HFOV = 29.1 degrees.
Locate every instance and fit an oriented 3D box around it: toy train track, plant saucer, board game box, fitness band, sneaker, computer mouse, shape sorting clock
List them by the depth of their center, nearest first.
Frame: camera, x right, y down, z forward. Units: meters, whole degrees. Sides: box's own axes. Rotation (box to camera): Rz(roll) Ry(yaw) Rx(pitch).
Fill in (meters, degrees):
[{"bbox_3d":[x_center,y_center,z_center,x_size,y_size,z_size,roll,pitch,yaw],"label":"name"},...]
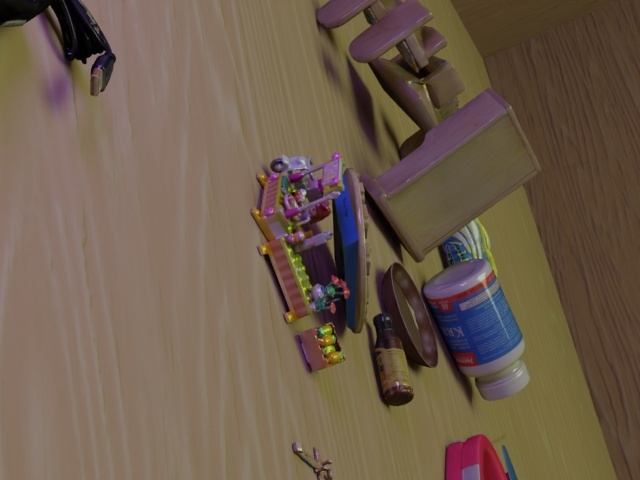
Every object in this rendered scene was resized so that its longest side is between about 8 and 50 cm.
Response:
[{"bbox_3d":[-0.238,-0.182,0.974,0.184,0.060,0.262,58,6,-18],"label":"computer mouse"},{"bbox_3d":[-0.004,0.227,1.272,0.083,0.014,0.048,49,24,-48],"label":"toy train track"},{"bbox_3d":[0.042,0.013,1.534,0.206,0.040,0.206,174,-90,-87],"label":"shape sorting clock"},{"bbox_3d":[0.242,0.410,1.784,0.291,0.054,0.209,-74,142,-64],"label":"fitness band"},{"bbox_3d":[0.130,0.114,1.839,0.168,0.029,0.168,58,19,-33],"label":"plant saucer"},{"bbox_3d":[0.313,0.422,2.034,0.133,0.033,0.169,-87,157,-67],"label":"board game box"},{"bbox_3d":[0.280,0.049,2.311,0.240,0.091,0.126,68,16,-4],"label":"sneaker"}]

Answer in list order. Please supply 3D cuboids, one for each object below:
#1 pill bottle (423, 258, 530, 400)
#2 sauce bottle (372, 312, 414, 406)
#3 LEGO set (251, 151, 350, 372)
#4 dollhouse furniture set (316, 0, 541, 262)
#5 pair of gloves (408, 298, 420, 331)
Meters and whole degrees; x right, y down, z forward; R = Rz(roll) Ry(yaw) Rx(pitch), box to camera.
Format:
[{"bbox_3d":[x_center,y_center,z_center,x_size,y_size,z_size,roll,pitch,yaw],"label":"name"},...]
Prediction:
[{"bbox_3d":[0.270,0.153,2.075,0.222,0.124,0.124,64,16,-12],"label":"pill bottle"},{"bbox_3d":[0.093,0.157,1.639,0.042,0.042,0.128,49,23,-49],"label":"sauce bottle"},{"bbox_3d":[0.000,0.000,1.416,0.132,0.107,0.287,49,24,-49],"label":"LEGO set"},{"bbox_3d":[0.148,-0.189,2.093,0.362,0.256,0.394,54,0,-42],"label":"dollhouse furniture set"},{"bbox_3d":[0.156,0.120,1.952,0.074,0.010,0.083,67,18,-9],"label":"pair of gloves"}]
